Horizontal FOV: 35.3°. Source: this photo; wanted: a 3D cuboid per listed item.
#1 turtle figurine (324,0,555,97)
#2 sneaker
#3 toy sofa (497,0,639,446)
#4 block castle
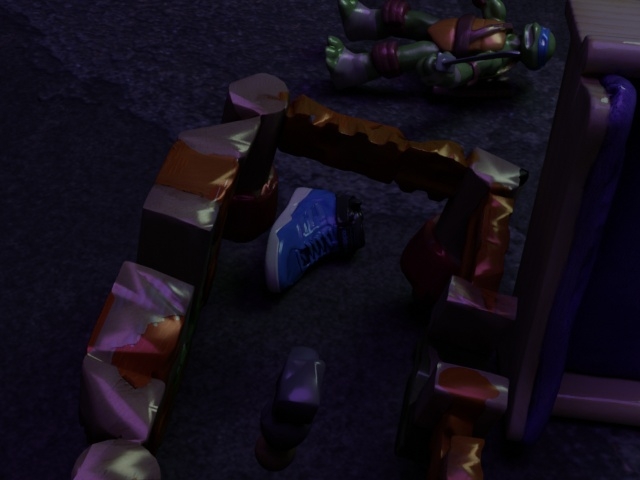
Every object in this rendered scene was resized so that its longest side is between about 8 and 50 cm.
[{"bbox_3d":[0.137,-0.274,1.204,0.266,0.197,0.275,0,-3,21],"label":"turtle figurine"},{"bbox_3d":[0.000,-0.001,1.020,0.085,0.058,0.152,5,35,15],"label":"sneaker"},{"bbox_3d":[0.245,0.002,0.811,0.150,0.362,0.177,6,36,2],"label":"toy sofa"},{"bbox_3d":[-0.014,0.104,0.800,0.303,0.212,0.453,17,49,-3],"label":"block castle"}]
